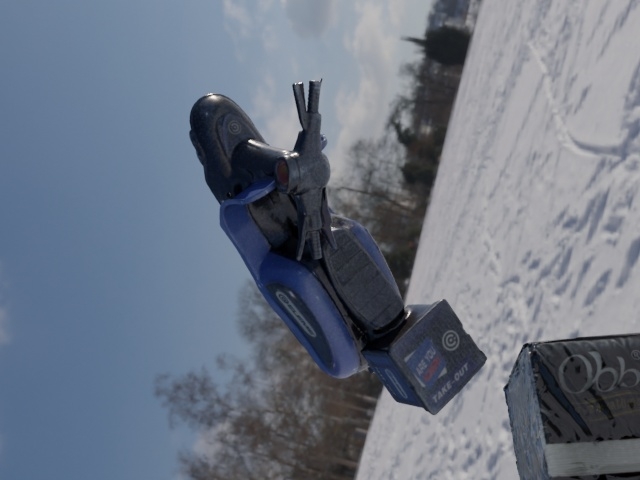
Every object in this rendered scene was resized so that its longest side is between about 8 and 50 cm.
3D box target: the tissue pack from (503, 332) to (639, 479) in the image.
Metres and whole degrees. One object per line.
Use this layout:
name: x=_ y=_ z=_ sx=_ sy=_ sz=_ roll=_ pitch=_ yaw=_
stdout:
tissue pack: x=0.439 y=0.231 z=1.002 sx=0.210 sy=0.370 sz=0.198 roll=84 pitch=-177 yaw=-59

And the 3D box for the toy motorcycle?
toy motorcycle: x=0.000 y=0.000 z=0.784 sx=0.125 sy=0.358 sz=0.212 roll=-41 pitch=14 yaw=-23
